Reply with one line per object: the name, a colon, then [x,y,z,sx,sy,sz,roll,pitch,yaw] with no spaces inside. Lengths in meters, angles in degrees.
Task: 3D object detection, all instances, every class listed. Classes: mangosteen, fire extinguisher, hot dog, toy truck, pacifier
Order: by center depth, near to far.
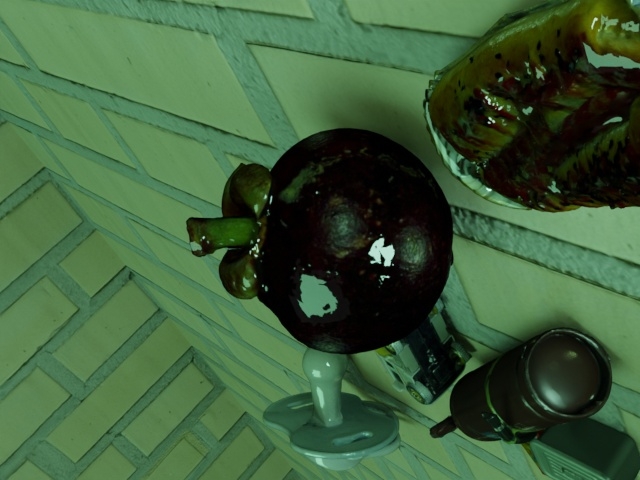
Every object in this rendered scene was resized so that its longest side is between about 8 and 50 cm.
hot dog: [0.167,-0.083,0.533,0.162,0.082,0.270,49,161,-10]
mangosteen: [0.000,0.000,0.769,0.266,0.228,0.228,6,164,-11]
fire extinguisher: [0.217,0.196,0.932,0.341,0.142,0.105,112,138,-68]
toy truck: [0.104,0.107,1.015,0.114,0.098,0.226,23,150,52]
pacifier: [0.024,0.300,1.479,0.299,0.244,0.233,19,119,60]

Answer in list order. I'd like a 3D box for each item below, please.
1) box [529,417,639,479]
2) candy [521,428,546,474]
box: [0.326,0.264,0.943,0.122,0.069,0.084,20,148,47]
candy: [0.306,0.276,1.050,0.122,0.038,0.062,52,158,-22]
